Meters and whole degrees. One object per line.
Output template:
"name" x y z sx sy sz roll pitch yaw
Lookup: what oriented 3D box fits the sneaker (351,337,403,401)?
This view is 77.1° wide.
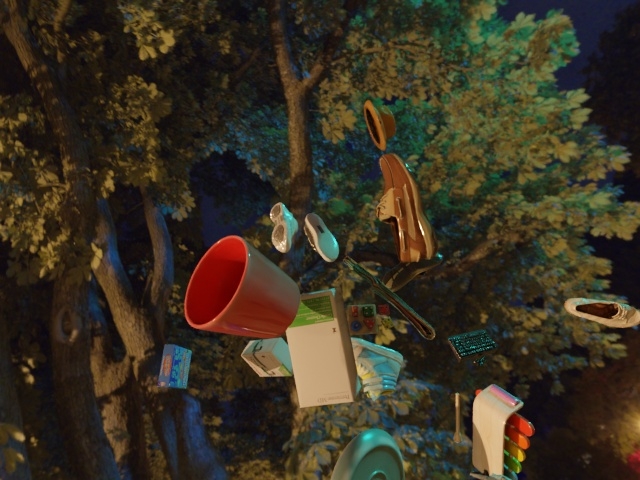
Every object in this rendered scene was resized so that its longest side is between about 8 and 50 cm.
"sneaker" 0.169 0.518 1.607 0.127 0.318 0.208 106 180 -57

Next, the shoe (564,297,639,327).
"shoe" 0.884 0.225 1.246 0.058 0.218 0.077 40 -121 -78

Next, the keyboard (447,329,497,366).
"keyboard" 0.473 0.330 1.227 0.180 0.108 0.023 -2 -35 -32

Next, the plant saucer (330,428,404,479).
"plant saucer" 0.151 0.727 1.180 0.317 0.043 0.318 4 -96 -40

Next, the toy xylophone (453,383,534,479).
"toy xylophone" 0.517 0.593 1.231 0.081 0.236 0.323 -9 -68 -22

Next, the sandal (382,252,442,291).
"sandal" 0.418 0.137 1.848 0.302 0.120 0.086 -32 -41 -1

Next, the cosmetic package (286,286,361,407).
"cosmetic package" 0.004 0.359 1.384 0.196 0.366 0.155 -14 -6 13

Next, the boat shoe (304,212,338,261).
"boat shoe" 0.000 0.000 1.438 0.077 0.219 0.070 -4 -41 -26

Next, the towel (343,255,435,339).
"towel" 0.215 0.179 1.347 0.271 0.370 0.040 42 -90 -15

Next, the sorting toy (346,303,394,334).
"sorting toy" 0.200 0.354 1.815 0.274 0.132 0.046 -1 -19 -6

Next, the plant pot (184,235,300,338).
"plant pot" -0.208 0.156 1.156 0.243 0.275 0.275 33 -86 -38

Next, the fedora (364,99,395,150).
"fedora" 0.226 -0.433 1.487 0.079 0.194 0.194 -22 -49 -1

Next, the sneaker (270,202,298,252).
"sneaker" -0.129 -0.044 1.602 0.090 0.232 0.115 -32 -43 30

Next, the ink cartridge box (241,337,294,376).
"ink cartridge box" -0.226 0.530 1.814 0.160 0.219 0.093 55 -138 -21

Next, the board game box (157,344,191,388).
"board game box" -0.595 0.522 1.652 0.047 0.160 0.210 1 -21 1

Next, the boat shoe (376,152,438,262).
"boat shoe" 0.220 -0.090 1.129 0.119 0.324 0.122 -17 -15 -3

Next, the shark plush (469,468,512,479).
"shark plush" 0.472 0.646 1.040 0.067 0.161 0.073 -53 -22 -27
